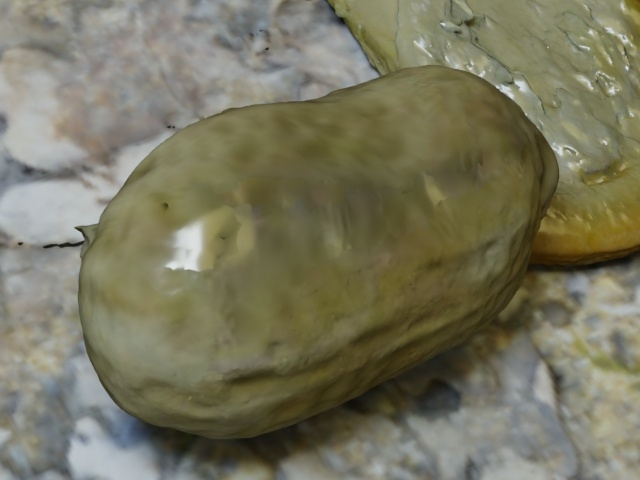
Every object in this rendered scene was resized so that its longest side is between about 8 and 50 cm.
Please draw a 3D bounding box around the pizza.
[{"bbox_3d":[0.095,-0.104,0.920,0.181,0.034,0.262,-26,64,-25],"label":"pizza"}]

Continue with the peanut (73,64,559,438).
[{"bbox_3d":[0.000,0.000,0.775,0.224,0.129,0.129,-18,60,-30],"label":"peanut"}]
